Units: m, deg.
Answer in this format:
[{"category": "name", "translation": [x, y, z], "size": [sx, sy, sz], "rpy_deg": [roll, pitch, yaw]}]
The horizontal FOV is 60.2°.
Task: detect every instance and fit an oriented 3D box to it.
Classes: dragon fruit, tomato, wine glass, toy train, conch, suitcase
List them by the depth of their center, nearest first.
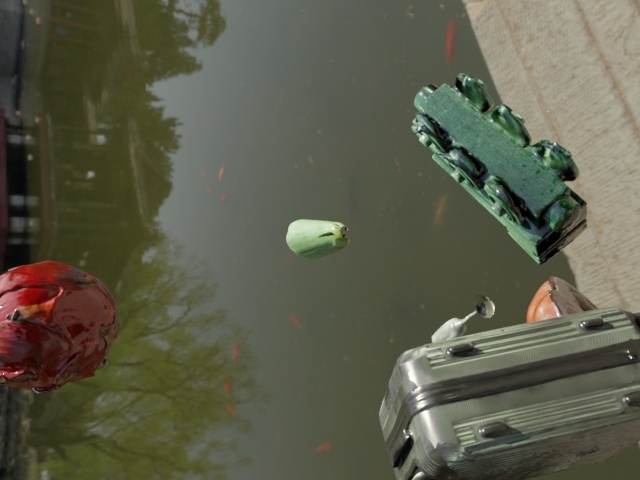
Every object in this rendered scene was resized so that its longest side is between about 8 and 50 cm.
[{"category": "toy train", "translation": [0.144, -0.062, 0.458], "size": [0.071, 0.111, 0.170], "rpy_deg": [-41, 60, 5]}, {"category": "suitcase", "translation": [0.223, 0.181, 0.608], "size": [0.202, 0.312, 0.128], "rpy_deg": [93, 164, -52]}, {"category": "dragon fruit", "translation": [-0.356, 0.113, 0.716], "size": [0.172, 0.209, 0.172], "rpy_deg": [-6, 77, 27]}, {"category": "tomato", "translation": [0.462, 0.177, 1.009], "size": [0.199, 0.228, 0.112], "rpy_deg": [43, 117, 13]}, {"category": "conch", "translation": [0.000, 0.000, 1.177], "size": [0.170, 0.106, 0.079], "rpy_deg": [-3, 60, 40]}, {"category": "wine glass", "translation": [0.416, 0.255, 1.654], "size": [0.262, 0.074, 0.074], "rpy_deg": [-56, 45, 50]}]
